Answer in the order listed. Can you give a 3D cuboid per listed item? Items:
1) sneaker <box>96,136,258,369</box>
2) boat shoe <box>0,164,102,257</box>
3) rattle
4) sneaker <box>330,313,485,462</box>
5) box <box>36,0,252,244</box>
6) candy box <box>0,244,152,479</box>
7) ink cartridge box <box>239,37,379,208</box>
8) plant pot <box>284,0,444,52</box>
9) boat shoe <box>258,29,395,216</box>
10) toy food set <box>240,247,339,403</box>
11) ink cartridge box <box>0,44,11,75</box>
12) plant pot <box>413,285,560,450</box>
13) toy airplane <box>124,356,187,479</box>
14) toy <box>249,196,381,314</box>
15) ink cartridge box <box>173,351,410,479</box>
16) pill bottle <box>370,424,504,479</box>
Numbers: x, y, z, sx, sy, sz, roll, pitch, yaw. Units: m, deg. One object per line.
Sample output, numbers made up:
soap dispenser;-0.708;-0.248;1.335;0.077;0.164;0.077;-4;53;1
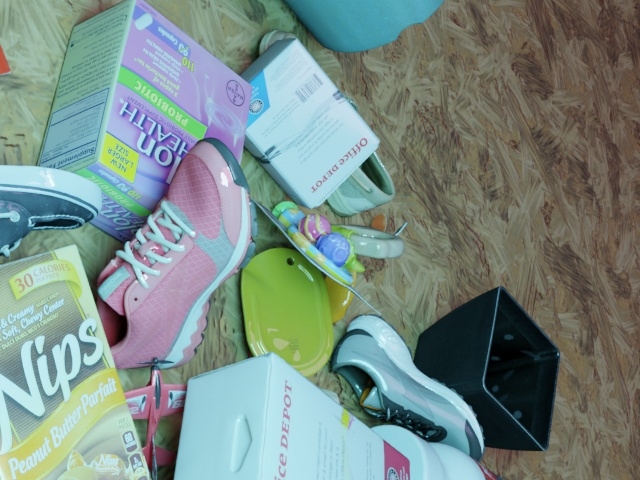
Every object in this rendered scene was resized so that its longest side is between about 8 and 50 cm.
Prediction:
sneaker;-0.172;0.032;1.390;0.136;0.314;0.116;-10;44;-43
boat shoe;-0.353;-0.022;1.302;0.301;0.108;0.102;6;72;-49
rattle;0.065;0.037;1.864;0.200;0.130;0.142;-24;108;-80
sneaker;0.120;0.233;1.807;0.271;0.100;0.108;44;54;-2
box;-0.207;-0.128;1.527;0.213;0.117;0.243;36;50;-40
candy box;-0.296;0.179;1.307;0.183;0.088;0.316;-19;92;-51
ink cartridge box;-0.034;-0.160;1.731;0.139;0.082;0.190;-45;112;-11
plant pot;0.020;-0.473;1.815;0.334;0.341;0.341;52;40;-39
boat shoe;0.014;-0.179;1.852;0.109;0.098;0.302;-45;112;-51
toy food set;-0.054;0.123;1.680;0.128;0.071;0.217;2;71;-28
ink cartridge box;-0.444;-0.285;1.328;0.239;0.060;0.275;-29;100;-52
plant pot;0.241;0.209;1.940;0.187;0.167;0.188;46;45;-33
toy airplane;-0.190;0.206;1.446;0.151;0.028;0.151;-6;102;-33
toy;0.000;0.000;1.672;0.137;0.237;0.056;37;91;-33
ink cartridge box;-0.024;0.300;1.443;0.306;0.131;0.226;42;39;-39
pill bottle;0.178;0.404;1.741;0.363;0.210;0.210;39;48;-38
